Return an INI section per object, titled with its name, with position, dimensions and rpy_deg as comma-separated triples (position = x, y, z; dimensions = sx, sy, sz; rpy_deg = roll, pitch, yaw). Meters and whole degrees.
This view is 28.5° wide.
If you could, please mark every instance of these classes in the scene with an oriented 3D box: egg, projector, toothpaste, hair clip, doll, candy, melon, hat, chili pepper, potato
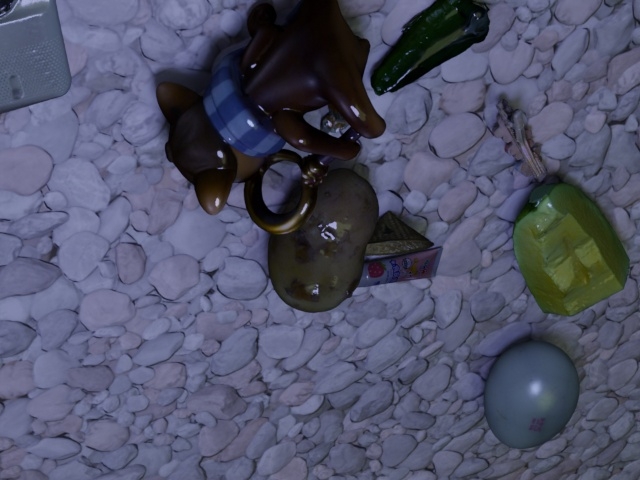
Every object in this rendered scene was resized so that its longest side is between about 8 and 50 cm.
[egg]
position = 0.416, 0.311, 2.514
dimensions = 0.183, 0.183, 0.264
rpy_deg = -9, 139, -20
[projector]
position = -0.414, -0.300, 1.568
dimensions = 0.163, 0.177, 0.242
rpy_deg = -17, 133, -16
[toothpaste]
position = 0.131, 0.053, 2.249
dimensions = 0.194, 0.043, 0.067
rpy_deg = -9, 128, -28
[hair clip]
position = 0.338, -0.170, 2.154
dimensions = 0.062, 0.056, 0.214
rpy_deg = -46, 144, -7
[doll]
position = -0.063, -0.192, 1.832
dimensions = 0.339, 0.318, 0.209
rpy_deg = -35, 179, 15
[candy]
position = 0.040, -0.236, 1.945
dimensions = 0.053, 0.046, 0.182
rpy_deg = -7, 133, -19
[melon]
position = 0.443, -0.003, 2.301
dimensions = 0.196, 0.124, 0.323
rpy_deg = -34, 128, 1
[hat]
position = 0.121, -0.018, 2.169
dimensions = 0.146, 0.067, 0.146
rpy_deg = -4, 170, -1
[chili pepper]
position = 0.171, -0.294, 1.952
dimensions = 0.216, 0.062, 0.108
rpy_deg = -36, 135, 8
[potato]
position = 0.000, 0.000, 2.061
dimensions = 0.165, 0.165, 0.262
rpy_deg = 1, 121, -27
